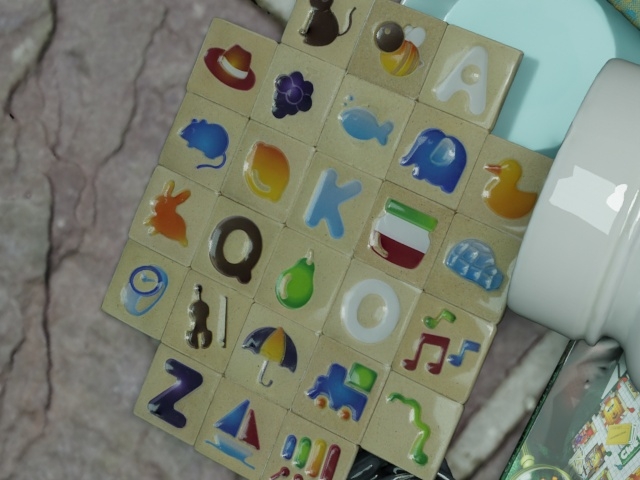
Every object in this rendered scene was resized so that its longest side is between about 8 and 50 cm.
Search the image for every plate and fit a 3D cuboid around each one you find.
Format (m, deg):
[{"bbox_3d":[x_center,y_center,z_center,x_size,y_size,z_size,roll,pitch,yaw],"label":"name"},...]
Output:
[{"bbox_3d":[0.138,-0.121,1.215,0.188,0.024,0.188,0,92,15],"label":"plate"}]

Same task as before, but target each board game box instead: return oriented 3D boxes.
[{"bbox_3d":[0.177,0.190,1.186,0.136,0.030,0.260,27,93,1],"label":"board game box"}]

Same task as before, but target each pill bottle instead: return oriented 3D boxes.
[{"bbox_3d":[0.308,0.036,1.074,0.361,0.204,0.204,23,97,12],"label":"pill bottle"}]

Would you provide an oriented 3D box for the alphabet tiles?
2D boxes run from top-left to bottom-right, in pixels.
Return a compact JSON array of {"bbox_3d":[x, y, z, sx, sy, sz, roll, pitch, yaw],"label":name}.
[{"bbox_3d":[0.000,0.000,1.232,0.285,0.011,0.342,25,97,25],"label":"alphabet tiles"}]

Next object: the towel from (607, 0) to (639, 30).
[{"bbox_3d":[0.240,-0.267,1.097,0.370,0.040,0.271,44,119,-3],"label":"towel"}]

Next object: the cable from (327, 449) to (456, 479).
[{"bbox_3d":[0.031,0.231,1.243,0.184,0.047,0.150,-34,87,9],"label":"cable"}]
